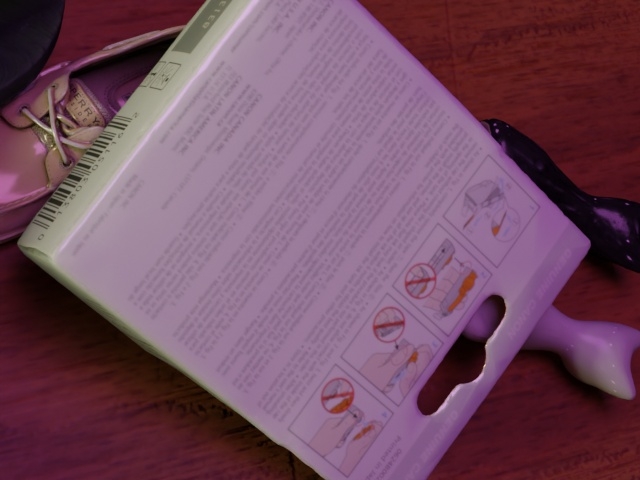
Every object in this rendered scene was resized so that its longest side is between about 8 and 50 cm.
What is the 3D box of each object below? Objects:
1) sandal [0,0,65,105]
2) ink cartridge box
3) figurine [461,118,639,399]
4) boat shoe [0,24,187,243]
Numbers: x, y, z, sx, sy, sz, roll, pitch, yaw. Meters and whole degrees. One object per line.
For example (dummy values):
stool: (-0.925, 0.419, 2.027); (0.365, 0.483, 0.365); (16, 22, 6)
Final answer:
sandal: (-0.261, -0.286, 1.445); (0.167, 0.107, 0.446); (15, 55, 3)
ink cartridge box: (0.000, 0.000, 1.416); (0.385, 0.091, 0.308); (42, 79, -27)
figurine: (0.208, 0.025, 1.575); (0.209, 0.092, 0.215); (23, 60, -21)
boat shoe: (-0.205, -0.091, 1.408); (0.302, 0.098, 0.109); (-31, 83, -34)
